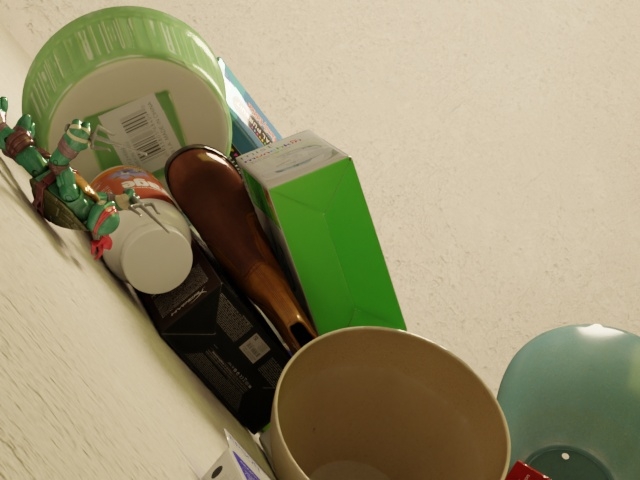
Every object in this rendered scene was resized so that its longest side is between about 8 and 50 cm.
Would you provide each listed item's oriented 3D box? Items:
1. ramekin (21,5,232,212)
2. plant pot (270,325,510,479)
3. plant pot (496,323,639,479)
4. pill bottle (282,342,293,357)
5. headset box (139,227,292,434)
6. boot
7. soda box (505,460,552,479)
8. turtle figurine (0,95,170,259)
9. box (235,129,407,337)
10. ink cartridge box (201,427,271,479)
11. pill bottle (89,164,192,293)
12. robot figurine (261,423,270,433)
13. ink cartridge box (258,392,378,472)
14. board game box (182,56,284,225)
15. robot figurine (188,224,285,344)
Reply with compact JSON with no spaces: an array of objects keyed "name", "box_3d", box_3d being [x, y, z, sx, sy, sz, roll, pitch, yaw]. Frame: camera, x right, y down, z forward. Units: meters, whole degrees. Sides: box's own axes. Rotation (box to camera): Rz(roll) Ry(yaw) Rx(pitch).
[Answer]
[{"name":"ramekin","box_3d":[-0.271,-0.170,2.004,0.303,0.303,0.148,51,5,-32]},{"name":"plant pot","box_3d":[0.064,0.273,1.671,0.284,0.284,0.191,50,-38,28]},{"name":"plant pot","box_3d":[0.362,0.287,1.912,0.290,0.290,0.195,51,33,-5]},{"name":"pill bottle","box_3d":[0.021,0.256,2.240,0.153,0.153,0.264,51,-17,-26]},{"name":"headset box","box_3d":[-0.153,0.107,1.960,0.218,0.110,0.293,52,-1,-29]},{"name":"boot","box_3d":[-0.094,0.033,1.799,0.280,0.096,0.264,58,-9,47]},{"name":"soda box","box_3d":[0.199,0.393,1.617,0.083,0.263,0.092,29,-14,33]},{"name":"turtle figurine","box_3d":[-0.289,-0.074,1.618,0.234,0.118,0.175,34,-22,19]},{"name":"box","box_3d":[0.000,0.000,1.927,0.231,0.126,0.262,-138,-153,-69]},{"name":"ink cartridge box","box_3d":[-0.022,0.286,1.252,0.206,0.045,0.208,51,-1,-19]},{"name":"pill bottle","box_3d":[-0.241,-0.013,1.860,0.121,0.121,0.216,51,-2,-30]},{"name":"robot figurine","box_3d":[-0.058,0.260,2.032,0.115,0.067,0.101,51,3,-15]},{"name":"ink cartridge box","box_3d":[0.100,0.322,1.888,0.307,0.223,0.129,51,-2,-23]},{"name":"board game box","box_3d":[-0.235,-0.133,2.265,0.254,0.336,0.079,51,36,-34]},{"name":"robot figurine","box_3d":[-0.120,0.069,2.301,0.300,0.200,0.353,9,-9,22]}]
